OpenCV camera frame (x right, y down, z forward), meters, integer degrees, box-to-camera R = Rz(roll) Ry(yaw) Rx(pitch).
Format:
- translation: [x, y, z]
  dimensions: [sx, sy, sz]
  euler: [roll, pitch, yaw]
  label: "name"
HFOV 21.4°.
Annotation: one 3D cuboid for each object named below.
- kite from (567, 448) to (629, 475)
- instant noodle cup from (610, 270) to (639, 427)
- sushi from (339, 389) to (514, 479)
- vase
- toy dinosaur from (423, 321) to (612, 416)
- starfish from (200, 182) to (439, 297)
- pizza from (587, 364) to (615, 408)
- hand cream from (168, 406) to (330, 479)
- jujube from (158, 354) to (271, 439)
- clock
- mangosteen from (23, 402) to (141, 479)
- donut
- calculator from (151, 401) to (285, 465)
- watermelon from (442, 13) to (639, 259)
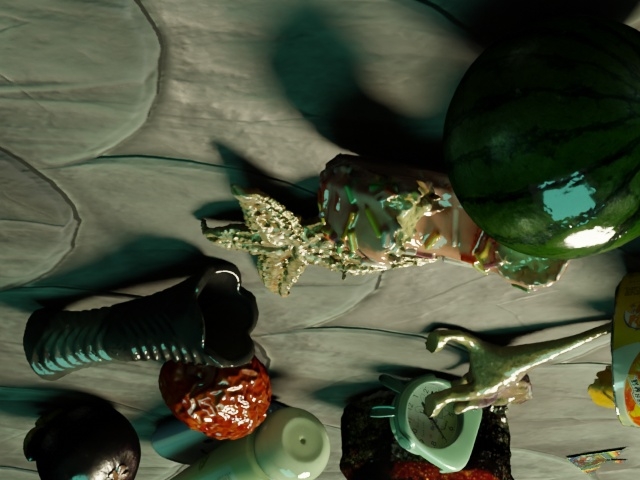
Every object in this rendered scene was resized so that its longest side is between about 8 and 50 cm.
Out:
- translation: [0.376, 0.301, 2.315]
  dimensions: [0.090, 0.004, 0.122]
  euler: [4, 154, -11]
  label: "kite"
- translation: [0.380, 0.108, 1.712]
  dimensions: [0.153, 0.205, 0.205]
  euler: [2, 157, 19]
  label: "instant noodle cup"
- translation: [0.132, 0.261, 2.099]
  dimensions: [0.225, 0.126, 0.136]
  euler: [9, 152, -33]
  label: "sushi"
- translation: [-0.192, 0.094, 1.761]
  dimensions: [0.237, 0.115, 0.115]
  euler: [-11, 153, 29]
  label: "vase"
- translation: [0.217, 0.135, 1.916]
  dimensions: [0.200, 0.072, 0.251]
  euler: [0, 145, -25]
  label: "toy dinosaur"
- translation: [0.001, 0.005, 1.634]
  dimensions: [0.231, 0.048, 0.295]
  euler: [-2, 156, 3]
  label: "starfish"
- translation: [0.422, 0.143, 1.855]
  dimensions: [0.271, 0.134, 0.056]
  euler: [-1, 123, 0]
  label: "pizza"
- translation: [-0.090, 0.288, 2.090]
  dimensions: [0.147, 0.093, 0.306]
  euler: [7, 155, -27]
  label: "hand cream"
- translation: [-0.114, 0.169, 1.920]
  dimensions: [0.112, 0.109, 0.176]
  euler: [31, 172, 19]
  label: "jujube"
- translation: [0.123, 0.207, 2.005]
  dimensions: [0.135, 0.101, 0.041]
  euler: [30, 155, -19]
  label: "clock"
- translation: [-0.298, 0.256, 2.089]
  dimensions: [0.151, 0.137, 0.137]
  euler: [25, 170, 33]
  label: "mangosteen"
- translation: [0.100, -0.017, 1.456]
  dimensions: [0.233, 0.085, 0.199]
  euler: [10, -171, -19]
  label: "donut"
- translation: [-0.118, 0.241, 2.140]
  dimensions: [0.210, 0.039, 0.121]
  euler: [-23, 148, 38]
  label: "calculator"
- translation: [0.196, -0.081, 1.288]
  dimensions: [0.188, 0.188, 0.215]
  euler: [18, 160, -35]
  label: "watermelon"
